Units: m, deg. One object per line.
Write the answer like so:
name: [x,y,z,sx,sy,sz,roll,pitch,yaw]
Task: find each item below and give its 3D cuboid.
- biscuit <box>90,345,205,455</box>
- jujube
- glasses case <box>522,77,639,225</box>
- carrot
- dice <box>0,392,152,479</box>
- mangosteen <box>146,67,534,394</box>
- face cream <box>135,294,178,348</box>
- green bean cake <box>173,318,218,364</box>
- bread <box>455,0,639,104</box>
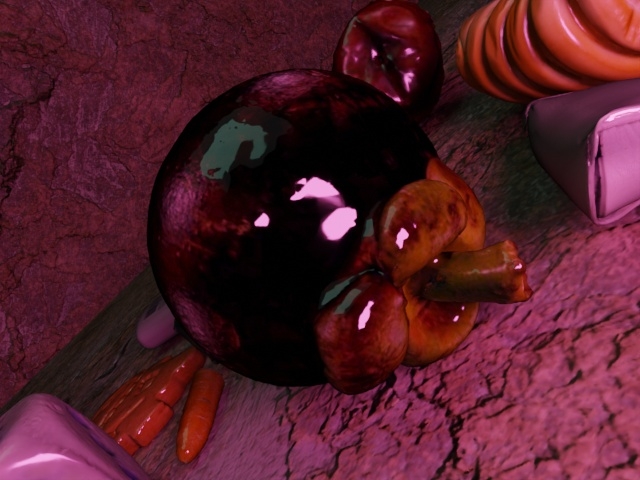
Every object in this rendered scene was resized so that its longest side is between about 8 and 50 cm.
biscuit: [-0.326,0.286,0.907,0.306,0.043,0.284,-17,29,55]
jujube: [0.141,-0.361,1.126,0.258,0.258,0.377,-37,16,17]
glasses case: [0.249,-0.086,0.452,0.128,0.083,0.308,-15,12,18]
carrot: [-0.152,0.219,0.684,0.048,0.048,0.139,-37,19,15]
dice: [-0.299,0.292,0.574,0.194,0.192,0.193,-49,17,-18]
mangosteen: [-0.009,0.007,0.499,0.297,0.297,0.313,-36,43,19]
face cream: [-0.235,0.097,1.115,0.336,0.080,0.163,-34,17,23]
green bean cake: [-0.103,0.072,0.835,0.208,0.107,0.193,-35,15,18]
bread: [0.277,-0.227,0.642,0.311,0.172,0.121,-150,68,-78]
